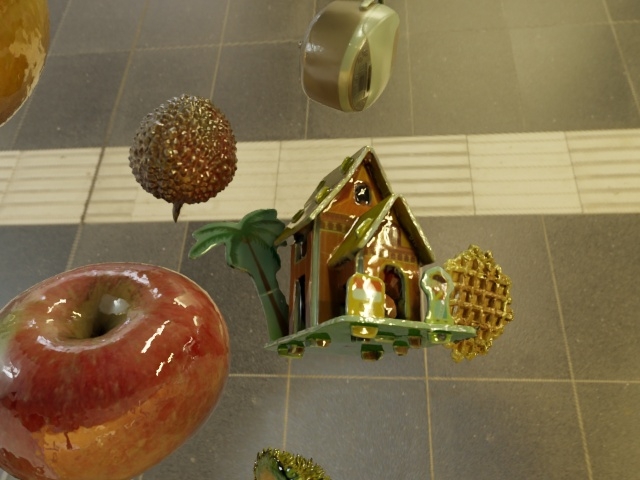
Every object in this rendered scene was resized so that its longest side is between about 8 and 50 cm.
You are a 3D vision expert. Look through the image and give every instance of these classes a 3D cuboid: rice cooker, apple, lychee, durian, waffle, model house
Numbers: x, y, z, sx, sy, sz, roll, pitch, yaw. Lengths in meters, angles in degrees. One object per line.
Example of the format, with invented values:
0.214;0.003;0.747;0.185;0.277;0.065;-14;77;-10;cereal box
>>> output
0.045;-0.280;0.783;0.127;0.145;0.206;14;47;11;rice cooker
-0.296;0.193;0.739;0.345;0.269;0.344;0;37;0;apple
-0.208;-0.125;0.804;0.165;0.197;0.165;10;29;-5;lychee
-0.031;0.372;0.722;0.096;0.220;0.137;-5;18;-27;durian
0.366;0.151;1.270;0.291;0.051;0.290;1;88;-29;waffle
0.000;0.000;0.778;0.340;0.300;0.323;10;69;-22;model house

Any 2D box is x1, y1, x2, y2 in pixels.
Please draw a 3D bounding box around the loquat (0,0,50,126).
-0.481;-0.248;0.567;0.360;0.328;0.328;-15;52;42;loquat
